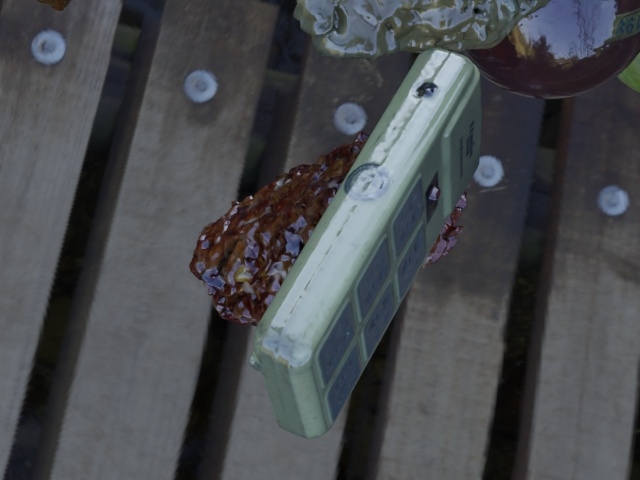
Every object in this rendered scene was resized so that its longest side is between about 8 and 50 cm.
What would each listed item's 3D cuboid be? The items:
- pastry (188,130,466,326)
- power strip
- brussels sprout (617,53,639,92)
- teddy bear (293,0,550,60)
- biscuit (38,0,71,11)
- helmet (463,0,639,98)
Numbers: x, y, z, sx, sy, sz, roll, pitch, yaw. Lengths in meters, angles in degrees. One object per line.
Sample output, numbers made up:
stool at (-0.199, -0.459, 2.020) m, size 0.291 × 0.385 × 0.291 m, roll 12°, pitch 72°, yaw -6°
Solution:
pastry at (-0.001, 0.001, 0.765) m, size 0.097 × 0.208 × 0.115 m, roll 56°, pitch 43°, yaw -12°
power strip at (0.026, -0.005, 0.445) m, size 0.028 × 0.076 × 0.169 m, roll 21°, pitch 62°, yaw 20°
brussels sprout at (0.337, -0.211, 1.083) m, size 0.131 × 0.145 × 0.183 m, roll -41°, pitch 104°, yaw -14°
teddy bear at (0.038, -0.208, 0.606) m, size 0.267 × 0.156 × 0.256 m, roll -21°, pitch 73°, yaw -13°
biscuit at (-0.087, -0.100, 0.245) m, size 0.019 × 0.130 × 0.119 m, roll -9°, pitch 114°, yaw 21°
helmet at (0.150, -0.145, 0.743) m, size 0.175 × 0.155 × 0.106 m, roll -28°, pitch 120°, yaw -48°
